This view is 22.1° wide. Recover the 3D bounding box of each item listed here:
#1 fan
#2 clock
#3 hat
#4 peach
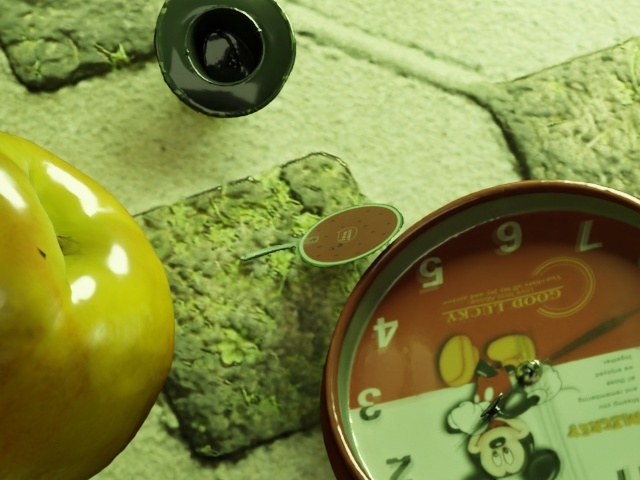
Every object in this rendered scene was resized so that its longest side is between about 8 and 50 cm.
[{"bbox_3d":[0.000,0.000,1.255,0.133,0.005,0.085,-11,30,17],"label":"fan"},{"bbox_3d":[0.150,0.097,1.170,0.318,0.080,0.318,-10,55,15],"label":"clock"},{"bbox_3d":[-0.075,-0.152,1.293,0.121,0.050,0.121,0,80,-2],"label":"hat"},{"bbox_3d":[-0.270,0.066,1.132,0.308,0.289,0.289,-39,77,19],"label":"peach"}]
